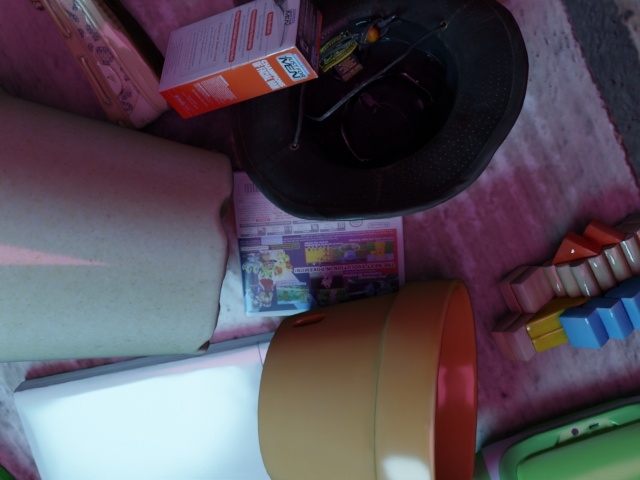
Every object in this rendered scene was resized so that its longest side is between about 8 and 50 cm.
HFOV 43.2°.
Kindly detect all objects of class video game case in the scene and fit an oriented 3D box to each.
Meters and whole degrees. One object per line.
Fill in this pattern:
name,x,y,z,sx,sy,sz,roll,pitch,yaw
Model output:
video game case,0.000,0.000,0.978,0.201,0.023,0.184,-3,106,2

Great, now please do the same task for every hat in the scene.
hat,0.067,-0.127,0.850,0.331,0.331,0.134,-28,142,9

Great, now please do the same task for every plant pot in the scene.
plant pot,0.058,0.186,0.912,0.203,0.291,0.291,0,107,18
plant pot,-0.257,-0.003,0.853,0.305,0.334,0.334,7,106,-11

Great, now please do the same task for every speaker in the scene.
speaker,0.337,0.277,0.995,0.296,0.131,0.131,-20,105,7

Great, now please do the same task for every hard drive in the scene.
hard drive,-0.191,0.260,1.045,0.352,0.047,0.233,-11,105,5

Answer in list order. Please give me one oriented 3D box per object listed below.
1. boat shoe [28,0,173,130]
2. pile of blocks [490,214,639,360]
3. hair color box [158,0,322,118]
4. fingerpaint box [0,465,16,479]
boat shoe,-0.267,-0.244,0.873,0.089,0.104,0.285,-33,105,13
pile of blocks,0.354,0.024,0.909,0.362,0.149,0.113,-27,104,9
hair color box,-0.084,-0.199,0.859,0.167,0.093,0.053,-12,145,25
fingerpaint box,-0.563,0.442,1.047,0.371,0.163,0.445,-40,101,11
